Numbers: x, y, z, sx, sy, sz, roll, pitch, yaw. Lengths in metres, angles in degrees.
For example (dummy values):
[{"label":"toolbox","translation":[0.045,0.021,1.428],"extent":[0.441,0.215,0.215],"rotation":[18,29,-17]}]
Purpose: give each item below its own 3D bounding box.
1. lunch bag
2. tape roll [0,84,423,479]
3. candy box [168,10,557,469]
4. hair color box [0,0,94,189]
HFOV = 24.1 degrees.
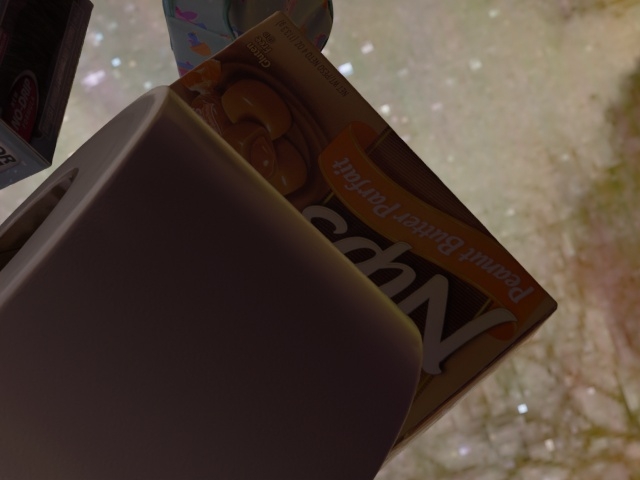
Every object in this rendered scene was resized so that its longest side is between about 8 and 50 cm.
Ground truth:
[{"label":"lunch bag","translation":[-0.077,-0.272,1.726],"extent":[0.224,0.107,0.279],"rotation":[-59,-19,-24]},{"label":"tape roll","translation":[-0.096,0.071,0.696],"extent":[0.169,0.246,0.246],"rotation":[44,-152,-15]},{"label":"candy box","translation":[0.000,0.000,1.124],"extent":[0.316,0.183,0.087],"rotation":[48,158,11]},{"label":"hair color box","translation":[-0.367,-0.090,1.178],"extent":[0.113,0.374,0.185],"rotation":[46,-145,-37]}]
